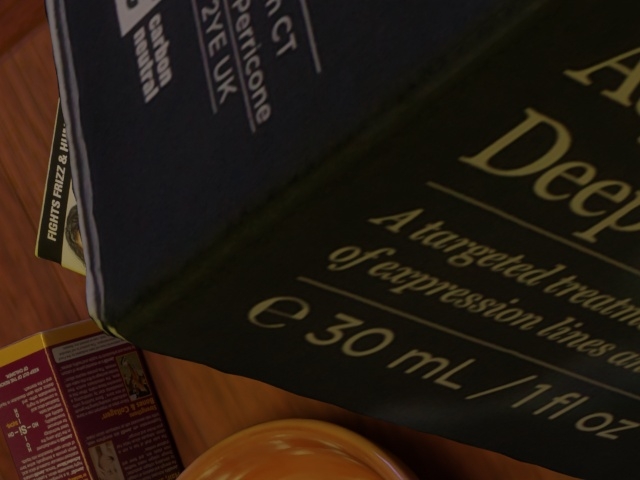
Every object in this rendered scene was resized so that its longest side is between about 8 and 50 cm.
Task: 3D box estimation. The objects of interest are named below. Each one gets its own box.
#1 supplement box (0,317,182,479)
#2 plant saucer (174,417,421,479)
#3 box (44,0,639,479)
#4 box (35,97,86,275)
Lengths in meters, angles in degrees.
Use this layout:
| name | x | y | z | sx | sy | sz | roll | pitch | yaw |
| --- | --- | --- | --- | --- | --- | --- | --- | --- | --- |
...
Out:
| name | x | y | z | sx | sy | sz | roll | pitch | yaw |
| --- | --- | --- | --- | --- | --- | --- | --- | --- | --- |
| supplement box | -0.100 | 0.077 | 0.832 | 0.043 | 0.055 | 0.083 | -23 | 84 | 35 |
| plant saucer | -0.010 | 0.170 | 0.763 | 0.200 | 0.037 | 0.200 | -15 | 68 | 42 |
| box | 0.169 | -0.120 | 0.446 | 0.395 | 0.293 | 0.212 | -38 | 50 | 32 |
| box | 0.000 | 0.000 | 0.751 | 0.232 | 0.058 | 0.087 | 21 | 108 | 29 |
